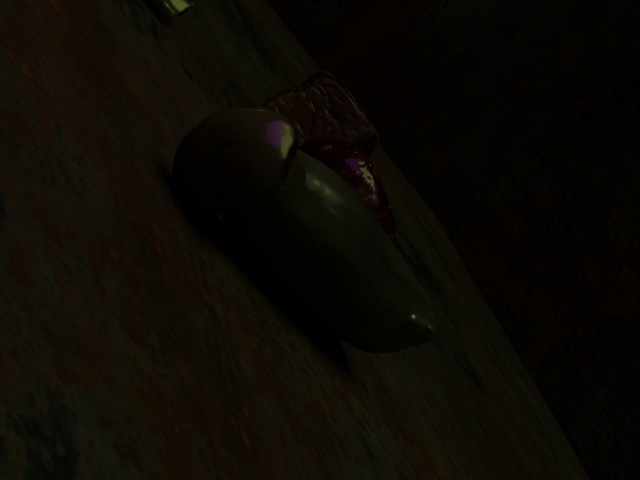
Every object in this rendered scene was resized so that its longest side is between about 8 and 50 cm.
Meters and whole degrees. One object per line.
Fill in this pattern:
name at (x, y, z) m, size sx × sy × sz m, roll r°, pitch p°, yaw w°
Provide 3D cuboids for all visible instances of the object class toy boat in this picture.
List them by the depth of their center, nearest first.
toy boat at (-0.224, -0.402, 1.972) m, size 0.111 × 0.084 × 0.276 m, roll 49°, pitch 10°, yaw -19°

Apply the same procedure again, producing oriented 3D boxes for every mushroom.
mushroom at (0.003, 0.008, 1.389) m, size 0.407 × 0.137 × 0.154 m, roll 40°, pitch 31°, yaw -49°

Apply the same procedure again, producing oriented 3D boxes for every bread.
bread at (0.001, -0.175, 2.101) m, size 0.158 × 0.143 × 0.149 m, roll 56°, pitch 2°, yaw 14°

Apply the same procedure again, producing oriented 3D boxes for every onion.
onion at (0.004, -0.032, 1.609) m, size 0.184 × 0.147 × 0.184 m, roll 45°, pitch -33°, yaw 42°
